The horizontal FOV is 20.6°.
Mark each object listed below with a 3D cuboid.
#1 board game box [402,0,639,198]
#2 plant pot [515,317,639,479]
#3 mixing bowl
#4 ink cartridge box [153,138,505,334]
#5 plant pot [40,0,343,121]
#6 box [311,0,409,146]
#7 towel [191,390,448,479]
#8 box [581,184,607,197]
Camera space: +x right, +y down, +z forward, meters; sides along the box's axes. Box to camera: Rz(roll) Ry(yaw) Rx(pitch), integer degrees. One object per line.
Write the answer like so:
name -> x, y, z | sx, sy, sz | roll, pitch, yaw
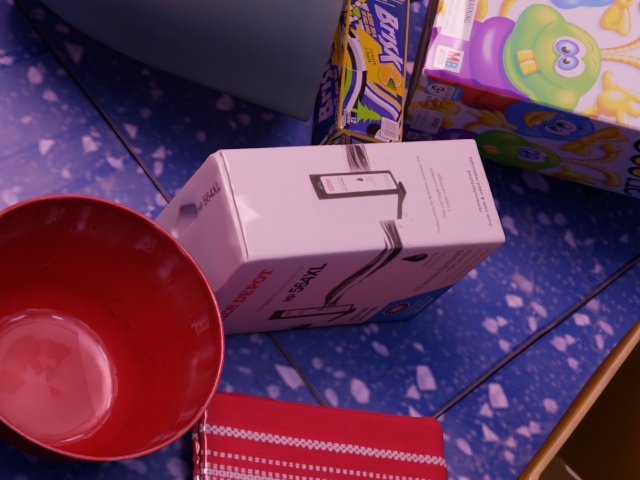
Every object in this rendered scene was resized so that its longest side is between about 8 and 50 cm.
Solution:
board game box -> 0.214, -0.130, 1.351 | 0.275, 0.144, 0.142 | 14, 73, -1
plant pot -> 0.219, 0.202, 1.205 | 0.212, 0.187, 0.212 | 44, 54, 0
mixing bowl -> -0.162, 0.071, 1.133 | 0.181, 0.098, 0.181 | 12, 60, -21
ink cartridge box -> 0.000, 0.000, 1.226 | 0.203, 0.148, 0.086 | -5, 68, -28
plant pot -> -0.088, -0.253, 1.247 | 0.235, 0.293, 0.293 | 13, 57, -3
box -> 0.032, -0.135, 1.372 | 0.054, 0.059, 0.169 | 16, 58, -17
towel -> 0.005, 0.235, 1.174 | 0.199, 0.031, 0.275 | 10, 62, -25
box -> 0.245, -0.167, 1.502 | 0.183, 0.056, 0.231 | -21, 76, -33
